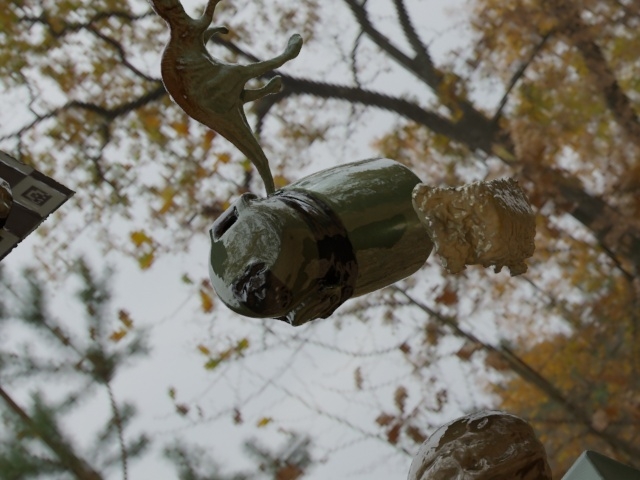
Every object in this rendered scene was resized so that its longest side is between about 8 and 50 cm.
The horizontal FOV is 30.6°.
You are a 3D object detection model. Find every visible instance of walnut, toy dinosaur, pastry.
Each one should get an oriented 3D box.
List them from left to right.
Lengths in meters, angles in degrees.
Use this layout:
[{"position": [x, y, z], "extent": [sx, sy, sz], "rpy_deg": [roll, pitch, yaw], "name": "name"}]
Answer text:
[{"position": [-0.121, -0.205, 1.655], "extent": [0.205, 0.092, 0.392], "rpy_deg": [-20, -65, -27], "name": "toy dinosaur"}, {"position": [0.175, 0.263, 1.299], "extent": [0.162, 0.140, 0.140], "rpy_deg": [-25, -29, -14], "name": "walnut"}, {"position": [0.185, -0.023, 1.343], "extent": [0.089, 0.121, 0.258], "rpy_deg": [-30, -14, 19], "name": "pastry"}]

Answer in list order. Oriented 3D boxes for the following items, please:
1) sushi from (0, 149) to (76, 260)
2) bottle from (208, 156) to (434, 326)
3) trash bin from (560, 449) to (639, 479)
[{"position": [-0.526, -0.087, 1.456], "extent": [0.064, 0.343, 0.359], "rpy_deg": [-64, -4, 34], "name": "sushi"}, {"position": [0.001, 0.002, 1.392], "extent": [0.347, 0.168, 0.168], "rpy_deg": [-20, -37, -58], "name": "bottle"}, {"position": [0.375, 0.489, 1.649], "extent": [0.223, 0.158, 0.343], "rpy_deg": [25, -71, -24], "name": "trash bin"}]
